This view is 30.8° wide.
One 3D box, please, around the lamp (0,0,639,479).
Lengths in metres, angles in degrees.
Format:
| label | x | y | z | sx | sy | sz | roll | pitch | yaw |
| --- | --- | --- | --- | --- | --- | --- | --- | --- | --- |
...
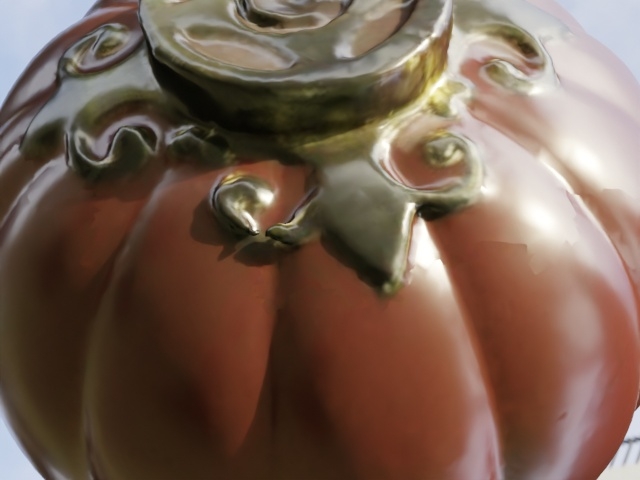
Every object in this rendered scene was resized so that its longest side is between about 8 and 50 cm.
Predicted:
| label | x | y | z | sx | sy | sz | roll | pitch | yaw |
| --- | --- | --- | --- | --- | --- | --- | --- | --- | --- |
| lamp | 0.000 | 0.000 | 0.498 | 0.303 | 0.303 | 0.257 | 15 | -39 | 20 |
